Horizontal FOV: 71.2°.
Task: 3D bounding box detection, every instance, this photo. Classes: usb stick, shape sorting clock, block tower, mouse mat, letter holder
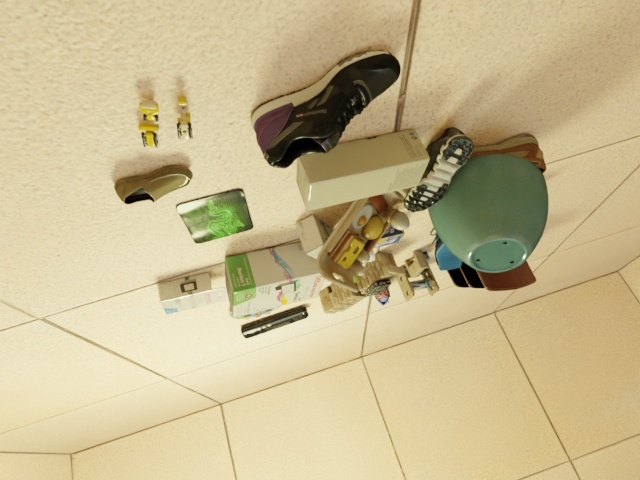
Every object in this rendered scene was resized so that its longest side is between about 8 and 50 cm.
[{"bbox_3d":[-0.185,0.330,1.800,0.278,0.045,0.077,-18,147,-3],"label":"usb stick"},{"bbox_3d":[-0.225,0.244,1.610,0.207,0.040,0.206,-15,154,-8],"label":"shape sorting clock"},{"bbox_3d":[0.144,0.158,1.643,0.336,0.097,0.091,-35,150,33],"label":"block tower"},{"bbox_3d":[-0.244,-0.053,1.060,0.153,0.007,0.189,-16,155,-8],"label":"mouse mat"},{"bbox_3d":[0.703,0.134,1.841,0.302,0.214,0.152,-5,150,-29],"label":"letter holder"}]

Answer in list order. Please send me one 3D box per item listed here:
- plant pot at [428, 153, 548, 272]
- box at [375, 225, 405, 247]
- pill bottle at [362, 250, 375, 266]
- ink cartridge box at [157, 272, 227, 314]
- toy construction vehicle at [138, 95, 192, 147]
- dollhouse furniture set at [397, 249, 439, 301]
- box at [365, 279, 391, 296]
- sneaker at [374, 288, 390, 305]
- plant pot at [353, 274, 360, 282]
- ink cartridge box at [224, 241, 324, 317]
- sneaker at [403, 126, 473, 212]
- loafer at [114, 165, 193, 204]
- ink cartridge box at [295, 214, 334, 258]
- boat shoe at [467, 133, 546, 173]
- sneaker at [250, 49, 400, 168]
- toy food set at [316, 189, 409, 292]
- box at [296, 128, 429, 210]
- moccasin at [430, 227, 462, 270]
[{"bbox_3d":[0.418,-0.037,1.095,0.291,0.195,0.290,3,141,2],"label":"plant pot"},{"bbox_3d":[0.168,-0.012,1.368,0.169,0.054,0.059,-13,154,-15],"label":"box"},{"bbox_3d":[0.090,0.055,1.409,0.152,0.086,0.086,-16,154,-6],"label":"pill bottle"},{"bbox_3d":[-0.371,0.151,1.304,0.180,0.060,0.104,-12,152,-15],"label":"ink cartridge box"},{"bbox_3d":[-0.258,-0.199,0.742,0.086,0.035,0.098,-2,148,-10],"label":"toy construction vehicle"},{"bbox_3d":[0.397,0.131,1.720,0.130,0.128,0.183,-9,152,-22],"label":"dollhouse furniture set"},{"bbox_3d":[0.203,0.168,1.572,0.067,0.018,0.083,-8,152,-20],"label":"box"},{"bbox_3d":[0.249,0.201,1.801,0.083,0.087,0.221,-23,154,6],"label":"sneaker"},{"bbox_3d":[0.087,0.097,1.510,0.083,0.083,0.079,-31,141,22],"label":"plant pot"},{"bbox_3d":[-0.135,0.114,1.331,0.279,0.117,0.201,-12,153,-17],"label":"ink cartridge box"},{"bbox_3d":[0.274,-0.171,1.068,0.078,0.106,0.234,18,129,-15],"label":"sneaker"},{"bbox_3d":[-0.318,-0.102,0.862,0.148,0.050,0.056,-17,154,-6],"label":"loafer"},{"bbox_3d":[0.000,0.000,1.224,0.056,0.099,0.135,-29,153,18],"label":"ink cartridge box"},{"bbox_3d":[0.433,-0.176,1.162,0.325,0.116,0.123,-20,154,0],"label":"boat shoe"},{"bbox_3d":[0.022,-0.216,0.791,0.284,0.124,0.107,-26,154,12],"label":"sneaker"},{"bbox_3d":[0.136,-0.005,1.202,0.306,0.092,0.220,-56,148,4],"label":"toy food set"},{"bbox_3d":[0.089,-0.157,0.989,0.276,0.094,0.113,-13,153,-13],"label":"box"},{"bbox_3d":[0.433,0.008,1.534,0.138,0.116,0.342,-7,159,2],"label":"moccasin"}]
